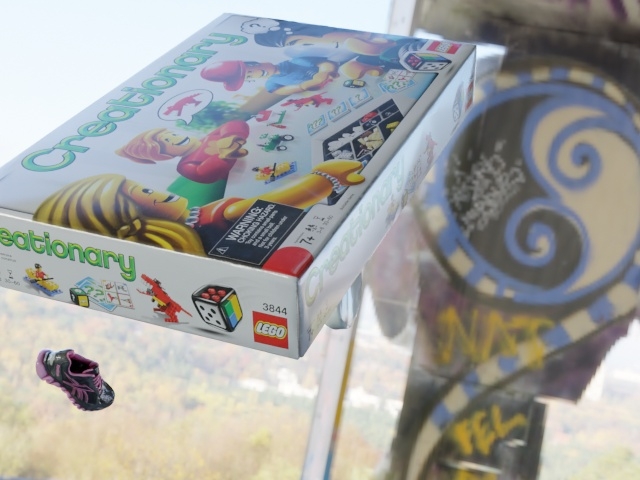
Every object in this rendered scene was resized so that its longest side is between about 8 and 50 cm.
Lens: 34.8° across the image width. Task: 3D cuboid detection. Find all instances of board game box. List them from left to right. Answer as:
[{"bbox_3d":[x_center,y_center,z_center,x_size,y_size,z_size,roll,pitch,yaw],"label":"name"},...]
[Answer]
[{"bbox_3d":[-0.040,-0.055,0.607,0.193,0.053,0.305,11,34,19],"label":"board game box"}]

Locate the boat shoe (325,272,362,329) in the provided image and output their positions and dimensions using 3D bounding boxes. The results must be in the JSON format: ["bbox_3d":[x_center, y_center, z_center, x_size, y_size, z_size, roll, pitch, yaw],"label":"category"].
[{"bbox_3d":[0.000,0.000,1.089,0.070,0.219,0.078,-13,-36,17],"label":"boat shoe"}]

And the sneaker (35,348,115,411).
[{"bbox_3d":[-0.273,0.160,1.186,0.057,0.047,0.119,-19,-41,24],"label":"sneaker"}]
